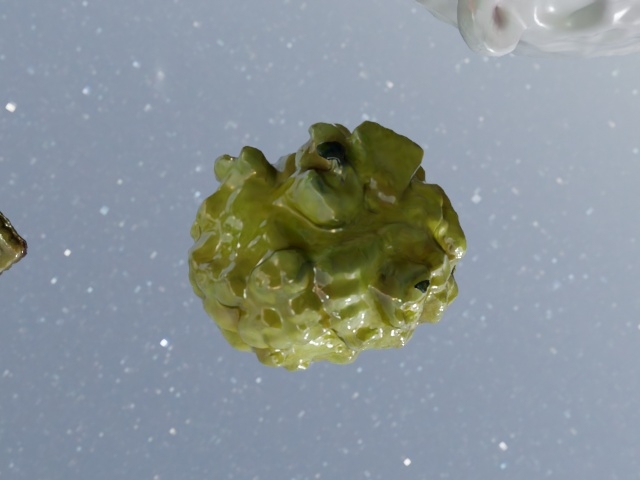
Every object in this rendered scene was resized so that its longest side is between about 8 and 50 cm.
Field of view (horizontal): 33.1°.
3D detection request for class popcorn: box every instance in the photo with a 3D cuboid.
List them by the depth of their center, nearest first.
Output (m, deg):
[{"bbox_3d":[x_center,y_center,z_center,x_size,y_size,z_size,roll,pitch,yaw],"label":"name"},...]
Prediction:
[{"bbox_3d":[0.002,0.000,0.843,0.218,0.169,0.189,-7,-108,-14],"label":"popcorn"}]

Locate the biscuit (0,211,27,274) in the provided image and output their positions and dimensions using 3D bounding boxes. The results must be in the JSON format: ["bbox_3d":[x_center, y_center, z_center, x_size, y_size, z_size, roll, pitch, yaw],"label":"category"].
[{"bbox_3d":[-0.495,0.011,1.334,0.172,0.254,0.029,53,-156,-6],"label":"biscuit"}]

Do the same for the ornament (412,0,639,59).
[{"bbox_3d":[0.175,-0.282,0.693,0.337,0.337,0.337,33,-155,-18],"label":"ornament"}]
